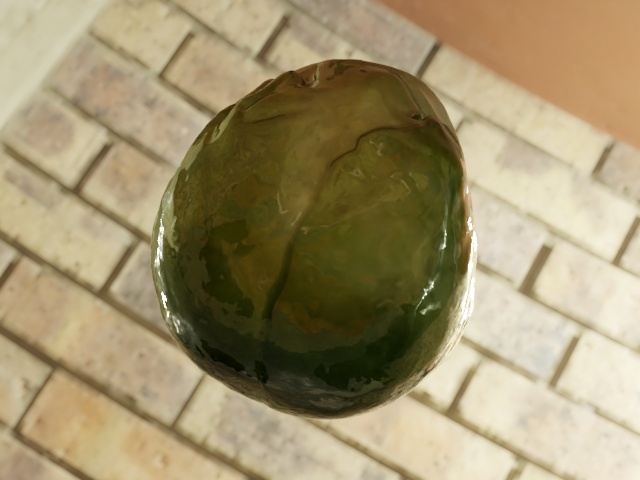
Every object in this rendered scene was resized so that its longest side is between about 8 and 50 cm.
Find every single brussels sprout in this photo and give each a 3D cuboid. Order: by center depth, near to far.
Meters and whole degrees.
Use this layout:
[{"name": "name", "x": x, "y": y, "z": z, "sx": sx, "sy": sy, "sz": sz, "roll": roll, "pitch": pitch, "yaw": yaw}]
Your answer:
[{"name": "brussels sprout", "x": -0.001, "y": 0.001, "z": 0.724, "sx": 0.155, "sy": 0.155, "sz": 0.117, "roll": 25, "pitch": -10, "yaw": 15}]
